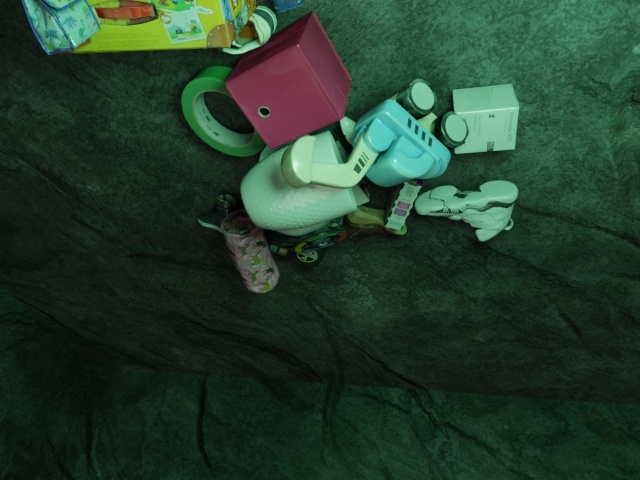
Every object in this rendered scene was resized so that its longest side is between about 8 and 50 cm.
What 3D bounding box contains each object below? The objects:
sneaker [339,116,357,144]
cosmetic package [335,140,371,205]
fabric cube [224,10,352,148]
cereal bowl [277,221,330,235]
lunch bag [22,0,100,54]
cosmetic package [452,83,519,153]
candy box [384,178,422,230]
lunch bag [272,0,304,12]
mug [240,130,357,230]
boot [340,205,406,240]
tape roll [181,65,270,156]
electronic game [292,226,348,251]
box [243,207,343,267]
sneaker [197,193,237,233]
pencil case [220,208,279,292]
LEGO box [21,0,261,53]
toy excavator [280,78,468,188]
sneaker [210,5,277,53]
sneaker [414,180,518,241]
[{"bbox_3d":[0.168,-0.369,1.607,0.232,0.090,0.115,31,128,-31],"label":"sneaker"},{"bbox_3d":[0.104,-0.249,1.727,0.061,0.098,0.239,-22,127,28],"label":"cosmetic package"},{"bbox_3d":[-0.085,-0.480,1.411,0.258,0.259,0.254,-17,129,27],"label":"fabric cube"},{"bbox_3d":[-0.090,-0.162,1.747,0.340,0.141,0.338,0,113,1],"label":"cereal bowl"},{"bbox_3d":[-0.587,-0.518,1.038,0.097,0.128,0.151,-5,131,16],"label":"lunch bag"},{"bbox_3d":[0.512,-0.381,1.456,0.184,0.151,0.151,-2,135,15],"label":"cosmetic package"},{"bbox_3d":[0.306,-0.172,1.716,0.071,0.159,0.233,15,136,0],"label":"candy box"},{"bbox_3d":[-0.095,-0.695,1.328,0.099,0.067,0.065,-8,133,22],"label":"lunch bag"},{"bbox_3d":[-0.088,-0.212,1.541,0.328,0.373,0.276,-19,147,9],"label":"mug"},{"bbox_3d":[0.210,-0.053,1.938,0.249,0.090,0.207,22,148,-12],"label":"boot"},{"bbox_3d":[-0.317,-0.436,1.595,0.322,0.077,0.321,15,145,11],"label":"tape roll"},{"bbox_3d":[0.000,0.000,1.835,0.230,0.048,0.229,-16,167,-4],"label":"electronic game"},{"bbox_3d":[-0.139,-0.064,1.974,0.395,0.097,0.318,21,133,-9],"label":"box"},{"bbox_3d":[-0.441,-0.128,1.988,0.226,0.086,0.163,18,115,33],"label":"sneaker"},{"bbox_3d":[-0.287,0.052,1.946,0.167,0.160,0.385,28,146,34],"label":"pencil case"},{"bbox_3d":[-0.440,-0.663,1.218,0.501,0.372,0.193,2,135,10],"label":"LEGO box"},{"bbox_3d":[0.157,-0.252,1.325,0.433,0.444,0.222,35,158,-19],"label":"toy excavator"},{"bbox_3d":[-0.300,-0.637,1.395,0.322,0.127,0.126,0,137,15],"label":"sneaker"},{"bbox_3d":[0.550,-0.098,1.752,0.366,0.137,0.210,-7,131,15],"label":"sneaker"}]
